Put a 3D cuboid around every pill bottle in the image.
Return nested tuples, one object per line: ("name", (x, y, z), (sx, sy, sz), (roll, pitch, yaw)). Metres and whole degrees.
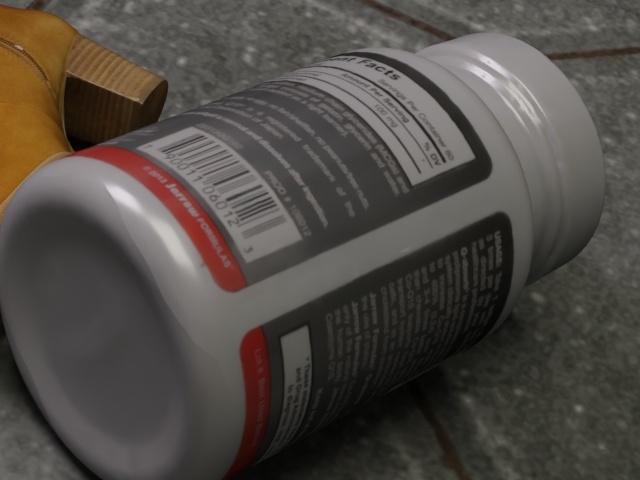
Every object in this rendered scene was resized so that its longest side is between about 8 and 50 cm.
("pill bottle", (0.000, 0.000, 1.194), (0.363, 0.210, 0.210), (-24, 58, -38))

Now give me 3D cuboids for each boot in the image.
("boot", (-0.248, -0.069, 1.266), (0.211, 0.104, 0.295), (21, 37, 9))
